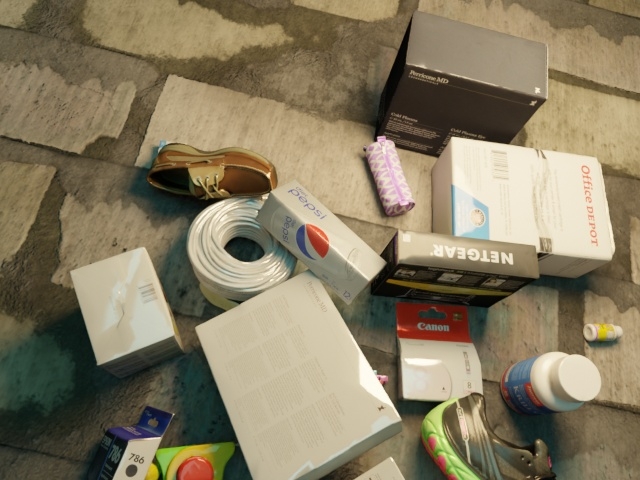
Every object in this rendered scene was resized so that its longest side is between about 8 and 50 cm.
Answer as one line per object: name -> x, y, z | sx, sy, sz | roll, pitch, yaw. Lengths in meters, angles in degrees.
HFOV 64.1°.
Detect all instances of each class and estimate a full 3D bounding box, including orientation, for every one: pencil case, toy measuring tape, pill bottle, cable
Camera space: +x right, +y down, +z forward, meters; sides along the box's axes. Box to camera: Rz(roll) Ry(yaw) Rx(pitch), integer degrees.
pencil case -> 0.182, -0.167, 1.332 | 0.086, 0.088, 0.206 | -12, 71, -15
toy measuring tape -> -0.190, 0.459, 1.016 | 0.329, 0.121, 0.122 | 2, 67, -20
pill bottle -> 0.704, 0.229, 1.274 | 0.083, 0.043, 0.043 | 0, 68, -9
cable -> -0.177, 0.015, 1.179 | 0.257, 0.089, 0.257 | -2, 59, -15
pill bottle -> 0.496, 0.311, 1.111 | 0.124, 0.221, 0.124 | 3, 67, -7

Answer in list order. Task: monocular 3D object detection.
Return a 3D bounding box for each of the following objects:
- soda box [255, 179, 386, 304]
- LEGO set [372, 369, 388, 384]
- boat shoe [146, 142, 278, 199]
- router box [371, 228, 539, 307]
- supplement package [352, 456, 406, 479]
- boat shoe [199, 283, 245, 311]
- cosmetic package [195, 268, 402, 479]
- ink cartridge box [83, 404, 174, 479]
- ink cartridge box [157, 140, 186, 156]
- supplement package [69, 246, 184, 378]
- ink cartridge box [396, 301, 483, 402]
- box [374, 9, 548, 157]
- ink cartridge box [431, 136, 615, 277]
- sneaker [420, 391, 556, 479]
soda box -> 0.000, 0.000, 1.117 | 0.286, 0.091, 0.098 | 43, 38, 9
LEGO set -> 0.040, 0.326, 1.109 | 0.227, 0.087, 0.093 | 7, 67, -4
boat shoe -> -0.260, -0.143, 1.197 | 0.323, 0.123, 0.120 | 8, 45, 21
router box -> 0.290, 0.072, 1.167 | 0.308, 0.243, 0.081 | 7, 67, -7
supplement package -> 0.073, 0.553, 0.911 | 0.262, 0.199, 0.198 | -30, 60, -5
boat shoe -> -0.218, 0.129, 1.175 | 0.133, 0.049, 0.042 | 29, 38, 11
cosmetic package -> -0.053, 0.275, 1.032 | 0.284, 0.097, 0.377 | -28, 56, -6
ink cartridge box -> -0.393, 0.464, 0.942 | 0.065, 0.165, 0.333 | 34, 62, -26
ink cartridge box -> -0.367, -0.224, 1.302 | 0.083, 0.028, 0.048 | 5, 67, -7
supplement package -> -0.387, 0.154, 1.050 | 0.149, 0.203, 0.194 | -19, 73, -16
ink cartridge box -> 0.272, 0.257, 1.192 | 0.188, 0.066, 0.233 | 5, 72, -7
box -> 0.347, -0.372, 1.319 | 0.343, 0.312, 0.179 | 13, 66, -4
ink cartridge box -> 0.497, -0.077, 1.300 | 0.394, 0.166, 0.286 | 7, 68, -5
sneaker -> 0.419, 0.516, 1.028 | 0.202, 0.185, 0.483 | -39, 79, -8
